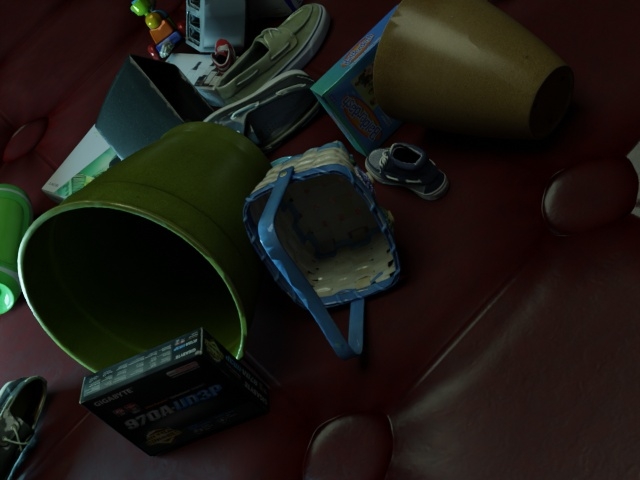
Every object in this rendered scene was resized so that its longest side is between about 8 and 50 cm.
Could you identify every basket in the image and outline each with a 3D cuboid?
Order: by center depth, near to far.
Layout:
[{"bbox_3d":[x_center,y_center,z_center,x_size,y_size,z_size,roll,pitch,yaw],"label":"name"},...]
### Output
[{"bbox_3d":[0.000,0.000,1.480,0.201,0.255,0.289,-18,32,23],"label":"basket"}]

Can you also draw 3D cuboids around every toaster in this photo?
[{"bbox_3d":[-0.222,-0.494,2.185,0.110,0.168,0.185,-7,24,-23],"label":"toaster"}]

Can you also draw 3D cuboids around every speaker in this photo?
[{"bbox_3d":[-0.679,0.015,2.125,0.131,0.131,0.296,-27,40,16],"label":"speaker"}]

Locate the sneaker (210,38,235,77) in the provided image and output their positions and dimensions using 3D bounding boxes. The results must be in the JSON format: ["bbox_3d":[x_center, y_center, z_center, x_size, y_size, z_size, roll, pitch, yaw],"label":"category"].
[{"bbox_3d":[-0.200,-0.383,2.068,0.042,0.067,0.118,-18,57,5],"label":"sneaker"}]

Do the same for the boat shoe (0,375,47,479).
[{"bbox_3d":[-0.535,0.334,1.735,0.079,0.084,0.233,-15,42,29],"label":"boat shoe"}]

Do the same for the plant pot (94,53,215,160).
[{"bbox_3d":[-0.329,-0.234,2.000,0.167,0.188,0.187,-44,78,16],"label":"plant pot"}]

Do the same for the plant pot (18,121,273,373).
[{"bbox_3d":[-0.231,-0.005,1.623,0.366,0.366,0.353,-15,29,29],"label":"plant pot"}]

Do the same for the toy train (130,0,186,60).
[{"bbox_3d":[-0.374,-0.491,2.289,0.105,0.143,0.248,-36,14,6],"label":"toy train"}]

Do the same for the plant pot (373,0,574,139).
[{"bbox_3d":[0.252,-0.253,1.567,0.254,0.237,0.237,31,75,35],"label":"plant pot"}]

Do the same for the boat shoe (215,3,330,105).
[{"bbox_3d":[-0.092,-0.378,2.044,0.109,0.094,0.302,18,66,47],"label":"boat shoe"}]

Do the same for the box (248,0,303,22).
[{"bbox_3d":[-0.095,-0.562,2.242,0.126,0.072,0.137,-1,53,39],"label":"box"}]

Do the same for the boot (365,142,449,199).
[{"bbox_3d":[0.125,-0.131,1.635,0.069,0.086,0.190,-50,39,-12],"label":"boot"}]

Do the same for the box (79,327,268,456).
[{"bbox_3d":[-0.213,0.229,1.497,0.220,0.175,0.051,-23,42,19],"label":"box"}]

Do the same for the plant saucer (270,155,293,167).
[{"bbox_3d":[-0.075,-0.100,1.822,0.119,0.021,0.119,-22,42,21],"label":"plant saucer"}]

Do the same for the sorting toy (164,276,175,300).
[{"bbox_3d":[-0.362,0.094,1.795,0.196,0.047,0.348,-37,50,9],"label":"sorting toy"}]

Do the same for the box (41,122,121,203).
[{"bbox_3d":[-0.435,-0.197,2.183,0.232,0.058,0.322,16,66,46],"label":"box"}]

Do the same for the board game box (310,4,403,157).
[{"bbox_3d":[0.106,-0.270,1.727,0.210,0.160,0.047,-44,38,-5],"label":"board game box"}]

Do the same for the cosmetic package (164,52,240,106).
[{"bbox_3d":[-0.263,-0.350,2.186,0.239,0.060,0.099,12,61,45],"label":"cosmetic package"}]

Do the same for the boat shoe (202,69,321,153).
[{"bbox_3d":[-0.130,-0.210,1.901,0.302,0.114,0.091,-40,33,1],"label":"boat shoe"}]
